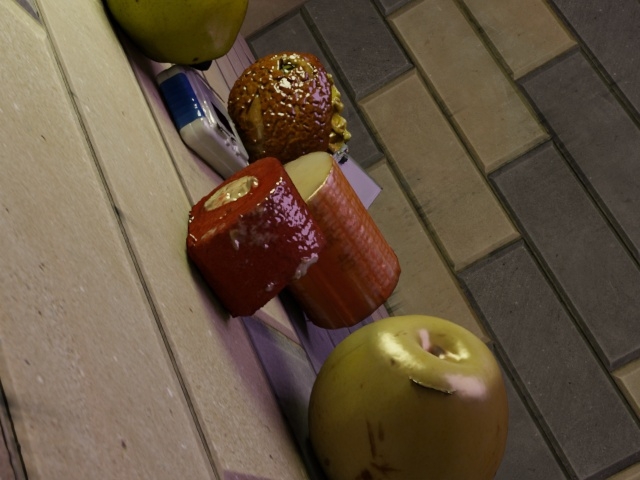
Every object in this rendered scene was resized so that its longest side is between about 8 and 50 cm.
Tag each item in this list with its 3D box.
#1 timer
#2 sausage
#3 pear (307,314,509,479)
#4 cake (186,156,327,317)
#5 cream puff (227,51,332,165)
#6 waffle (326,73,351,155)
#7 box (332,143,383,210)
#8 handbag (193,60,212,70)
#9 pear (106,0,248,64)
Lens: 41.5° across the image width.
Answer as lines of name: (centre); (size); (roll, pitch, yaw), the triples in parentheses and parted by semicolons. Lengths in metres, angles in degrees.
timer: (-0.223, -0.233, 1.686); (0.178, 0.078, 0.253); (63, 6, 19)
sausage: (0.000, 0.000, 1.684); (0.287, 0.233, 0.233); (56, 8, -29)
pear: (0.131, 0.252, 1.236); (0.309, 0.309, 0.309); (59, 6, -11)
cake: (-0.095, -0.014, 1.258); (0.151, 0.177, 0.283); (59, 5, -17)
cream puff: (-0.099, -0.262, 1.848); (0.303, 0.212, 0.303); (175, -90, -67)
waffle: (-0.075, -0.267, 2.021); (0.282, 0.300, 0.058); (63, 12, 2)
box: (0.023, -0.080, 1.877); (0.135, 0.243, 0.163); (40, 52, -2)
handbag: (-0.334, -0.511, 2.023); (0.254, 0.088, 0.211); (-82, 148, -81)
pear: (-0.269, -0.476, 1.569); (0.294, 0.294, 0.294); (59, 6, -11)
